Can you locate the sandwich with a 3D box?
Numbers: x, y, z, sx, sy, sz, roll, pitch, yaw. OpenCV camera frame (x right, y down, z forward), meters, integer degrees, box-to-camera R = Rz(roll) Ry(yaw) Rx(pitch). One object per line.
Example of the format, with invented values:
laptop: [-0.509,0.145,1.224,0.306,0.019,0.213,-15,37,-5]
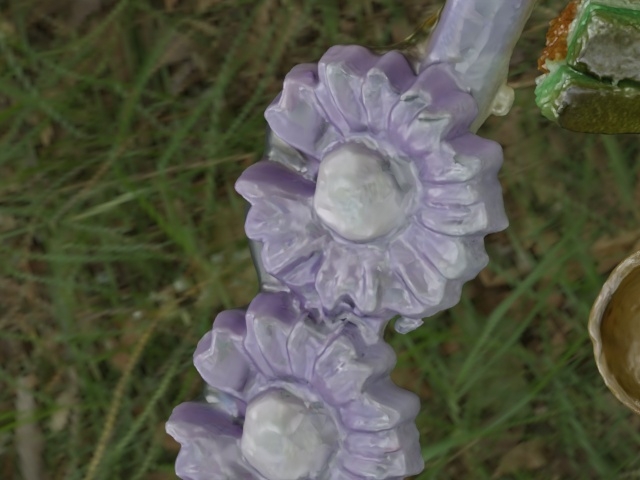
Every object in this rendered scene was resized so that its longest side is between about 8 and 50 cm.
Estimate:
sandwich: [0.231,-0.155,1.274,0.160,0.184,0.109,-117,35,-42]

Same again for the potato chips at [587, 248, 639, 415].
potato chips: [0.342,0.075,1.544,0.208,0.062,0.195,-17,105,8]

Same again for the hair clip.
hair clip: [0.011,0.018,0.659,0.106,0.084,0.292,25,103,16]
